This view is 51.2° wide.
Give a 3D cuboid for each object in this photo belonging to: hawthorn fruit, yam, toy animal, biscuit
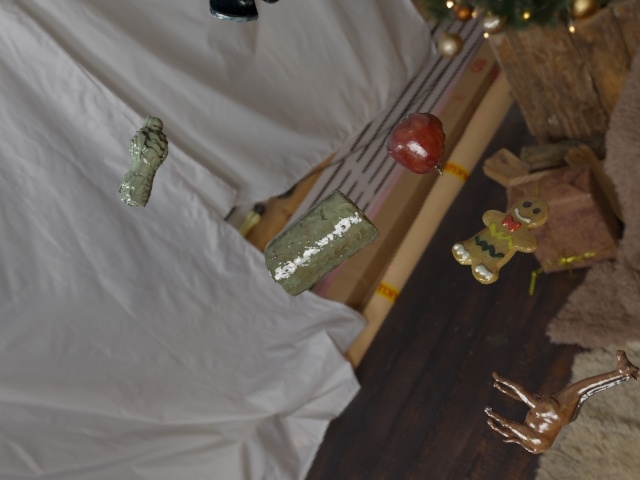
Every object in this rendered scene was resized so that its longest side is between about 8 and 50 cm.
[{"bbox_3d":[0.247,-0.228,1.633,0.148,0.172,0.148,-34,-5,-3],"label":"hawthorn fruit"},{"bbox_3d":[0.000,0.000,1.584,0.268,0.161,0.161,-39,33,15],"label":"yam"},{"bbox_3d":[0.416,0.275,1.171,0.230,0.066,0.224,14,97,30],"label":"toy animal"},{"bbox_3d":[0.412,-0.015,1.498,0.240,0.035,0.158,-42,46,-5],"label":"biscuit"}]

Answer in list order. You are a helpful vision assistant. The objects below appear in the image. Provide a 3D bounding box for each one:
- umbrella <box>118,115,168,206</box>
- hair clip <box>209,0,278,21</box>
[{"bbox_3d":[-0.271,-0.121,1.021,0.062,0.067,0.143,11,84,31],"label":"umbrella"},{"bbox_3d":[-0.158,-0.548,1.271,0.206,0.310,0.194,116,144,-43],"label":"hair clip"}]
